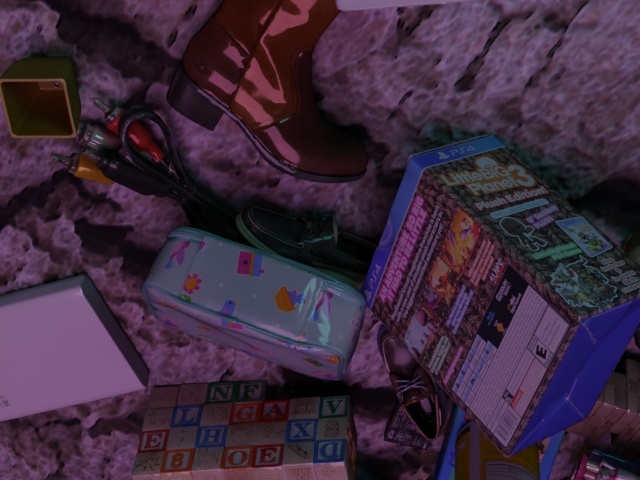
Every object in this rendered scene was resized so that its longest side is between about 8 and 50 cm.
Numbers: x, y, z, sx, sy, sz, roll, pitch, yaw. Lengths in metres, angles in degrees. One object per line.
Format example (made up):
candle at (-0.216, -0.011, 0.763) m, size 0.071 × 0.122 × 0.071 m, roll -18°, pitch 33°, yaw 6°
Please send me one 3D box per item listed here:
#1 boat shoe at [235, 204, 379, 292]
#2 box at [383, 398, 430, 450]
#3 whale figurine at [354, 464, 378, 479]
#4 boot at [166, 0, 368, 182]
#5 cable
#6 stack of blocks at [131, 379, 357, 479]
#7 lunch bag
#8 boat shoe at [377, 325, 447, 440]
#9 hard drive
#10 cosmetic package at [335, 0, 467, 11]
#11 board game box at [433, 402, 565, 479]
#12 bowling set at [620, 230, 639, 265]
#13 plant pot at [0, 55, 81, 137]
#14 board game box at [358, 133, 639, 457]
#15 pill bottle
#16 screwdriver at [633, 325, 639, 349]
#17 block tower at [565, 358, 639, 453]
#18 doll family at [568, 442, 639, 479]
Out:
boat shoe at (0.001, 0.001, 1.624) m, size 0.224 × 0.080 × 0.073 m, roll 26°, pitch 121°, yaw -21°
box at (0.135, 0.266, 1.852) m, size 0.067 × 0.018 × 0.083 m, roll 13°, pitch 129°, yaw -4°
whale figurine at (0.062, 0.412, 1.928) m, size 0.272 × 0.141 × 0.216 m, roll 12°, pitch 134°, yaw -35°
boot at (-0.006, -0.223, 1.458) m, size 0.264 × 0.096 × 0.280 m, roll 30°, pitch 119°, yaw -7°
cable at (-0.188, -0.084, 1.604) m, size 0.287 × 0.072 × 0.139 m, roll 29°, pitch 117°, yaw -31°
stack of blocks at (-0.101, 0.287, 1.799) m, size 0.297 × 0.171 × 0.087 m, roll -5°, pitch 128°, yaw 9°
lunch bag at (-0.084, 0.082, 1.613) m, size 0.279 × 0.107 × 0.224 m, roll 20°, pitch 166°, yaw 7°
boat shoe at (0.132, 0.196, 1.756) m, size 0.066 × 0.066 × 0.183 m, roll -23°, pitch 115°, yaw 15°
hard drive at (-0.426, 0.164, 1.821) m, size 0.308 × 0.040 × 0.203 m, roll -15°, pitch 125°, yaw 17°
cosmetic package at (0.071, -0.433, 1.180) m, size 0.156 × 0.217 × 0.384 m, roll -4°, pitch 126°, yaw 10°
board game box at (0.261, 0.295, 1.842) m, size 0.160 × 0.047 × 0.210 m, roll 10°, pitch 129°, yaw -1°
bowling set at (0.422, 0.025, 1.509) m, size 0.200 × 0.287 × 0.154 m, roll 28°, pitch 156°, yaw 40°
plant pot at (-0.325, -0.178, 1.509) m, size 0.081 × 0.083 × 0.081 m, roll 0°, pitch 129°, yaw 6°
board game box at (0.210, 0.059, 1.497) m, size 0.141 × 0.291 × 0.232 m, roll -17°, pitch 141°, yaw -36°
pill bottle at (0.239, 0.346, 1.717) m, size 0.117 × 0.215 × 0.117 m, roll 3°, pitch 128°, yaw 5°
screwdriver at (0.452, 0.166, 1.740) m, size 0.025 × 0.024 × 0.170 m, roll -34°, pitch 129°, yaw -5°
block tower at (0.396, 0.215, 1.725) m, size 0.336 × 0.091 × 0.097 m, roll 16°, pitch 139°, yaw -6°
doll family at (0.430, 0.341, 1.755) m, size 0.163 × 0.118 × 0.263 m, roll 20°, pitch 151°, yaw 12°
